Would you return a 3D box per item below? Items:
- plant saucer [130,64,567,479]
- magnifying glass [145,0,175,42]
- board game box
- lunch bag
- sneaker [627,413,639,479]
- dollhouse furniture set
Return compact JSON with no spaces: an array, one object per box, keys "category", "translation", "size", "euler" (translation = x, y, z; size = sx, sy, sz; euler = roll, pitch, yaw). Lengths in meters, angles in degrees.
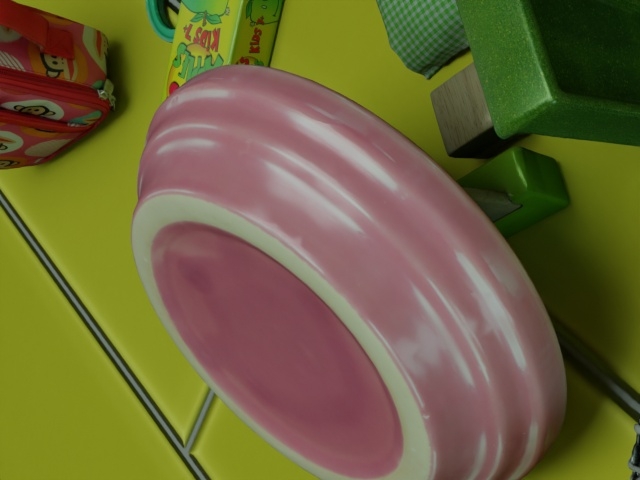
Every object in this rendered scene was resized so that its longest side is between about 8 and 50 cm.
[{"category":"plant saucer","translation":[-0.005,0.048,0.765],"size":[0.332,0.084,0.332],"euler":[34,149,23]},{"category":"magnifying glass","translation":[-0.148,-0.289,1.132],"size":[0.092,0.026,0.231],"euler":[-37,60,41]},{"category":"board game box","translation":[-0.087,-0.164,1.040],"size":[0.092,0.043,0.181],"euler":[26,107,46]},{"category":"lunch bag","translation":[-0.355,-0.166,1.160],"size":[0.258,0.293,0.120],"euler":[-21,67,47]},{"category":"sneaker","translation":[0.187,0.140,0.641],"size":[0.086,0.132,0.228],"euler":[-1,87,49]},{"category":"dollhouse furniture set","translation":[0.080,-0.167,0.768],"size":[0.197,0.151,0.301],"euler":[-32,64,43]}]
